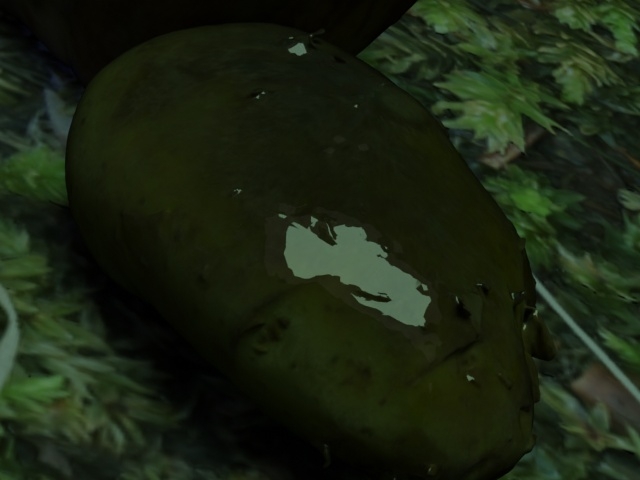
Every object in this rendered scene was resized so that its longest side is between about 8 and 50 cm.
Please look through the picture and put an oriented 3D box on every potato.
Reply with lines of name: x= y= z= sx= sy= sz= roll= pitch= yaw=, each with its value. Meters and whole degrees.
potato: x=0.000 y=0.000 z=0.827 sx=0.192 sy=0.141 sz=0.296 roll=-12 pitch=51 yaw=-38

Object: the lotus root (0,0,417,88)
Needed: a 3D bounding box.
lotus root: x=-0.055 y=-0.212 z=1.004 sx=0.316 sy=0.250 sz=0.316 roll=25 pitch=32 yaw=-17
